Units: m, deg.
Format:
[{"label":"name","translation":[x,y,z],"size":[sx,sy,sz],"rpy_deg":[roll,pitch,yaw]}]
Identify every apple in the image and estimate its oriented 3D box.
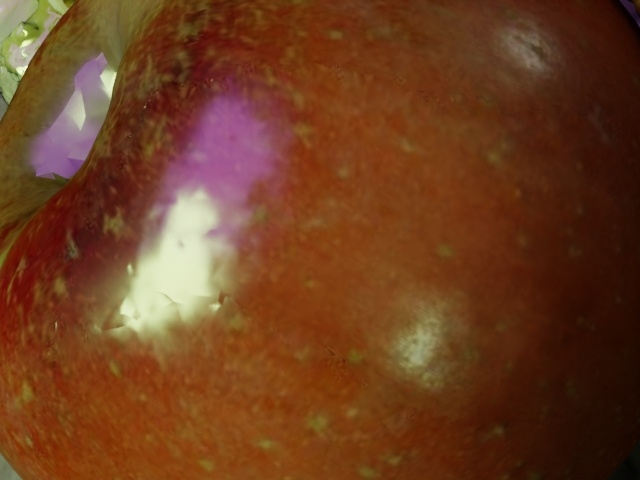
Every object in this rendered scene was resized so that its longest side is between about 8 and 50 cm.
[{"label":"apple","translation":[0.000,0.000,0.688],"size":[0.348,0.277,0.348],"rpy_deg":[-41,34,37]}]

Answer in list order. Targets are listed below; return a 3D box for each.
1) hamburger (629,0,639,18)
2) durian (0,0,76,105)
[{"label":"hamburger","translation":[0.224,-0.208,0.571],"size":[0.304,0.174,0.284],"rpy_deg":[-35,80,48]},{"label":"durian","translation":[-0.171,-0.137,1.009],"size":[0.166,0.172,0.306],"rpy_deg":[-46,67,12]}]
